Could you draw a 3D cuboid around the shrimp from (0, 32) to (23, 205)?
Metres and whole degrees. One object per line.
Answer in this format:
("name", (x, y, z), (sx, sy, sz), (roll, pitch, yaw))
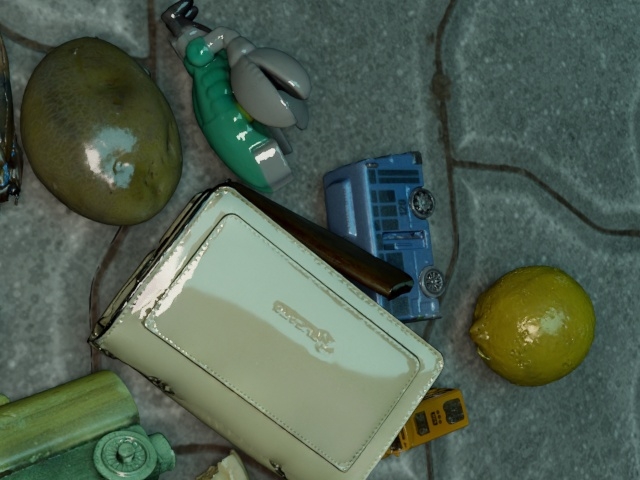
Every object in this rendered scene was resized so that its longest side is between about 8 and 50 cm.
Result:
("shrimp", (-0.438, -0.151, 1.133), (0.222, 0.054, 0.290), (-15, 84, -37))

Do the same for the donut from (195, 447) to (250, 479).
("donut", (-0.147, 0.330, 1.217), (0.166, 0.065, 0.108), (-29, 95, -37))

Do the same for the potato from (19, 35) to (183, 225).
("potato", (-0.253, -0.126, 1.198), (0.178, 0.160, 0.235), (28, 46, -62))

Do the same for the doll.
("doll", (-0.095, -0.190, 1.301), (0.153, 0.195, 0.258), (-31, 112, 3))

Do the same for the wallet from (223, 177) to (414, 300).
("wallet", (0.000, 0.000, 1.299), (0.255, 0.137, 0.031), (31, 97, 16))

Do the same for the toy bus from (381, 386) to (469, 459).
("toy bus", (0.123, 0.250, 1.414), (0.162, 0.074, 0.070), (-12, 88, -37))

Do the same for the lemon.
("lemon", (0.308, 0.124, 1.511), (0.206, 0.173, 0.174), (-13, 86, -22))

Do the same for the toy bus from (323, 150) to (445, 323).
("toy bus", (0.081, -0.001, 1.417), (0.133, 0.116, 0.234), (-3, 83, -31))

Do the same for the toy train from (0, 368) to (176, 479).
("toy train", (-0.311, 0.253, 1.098), (0.307, 0.126, 0.189), (-18, 45, -36))

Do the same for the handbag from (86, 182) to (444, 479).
("handbag", (-0.065, 0.130, 1.241), (0.358, 0.160, 0.237), (39, 76, -13))
